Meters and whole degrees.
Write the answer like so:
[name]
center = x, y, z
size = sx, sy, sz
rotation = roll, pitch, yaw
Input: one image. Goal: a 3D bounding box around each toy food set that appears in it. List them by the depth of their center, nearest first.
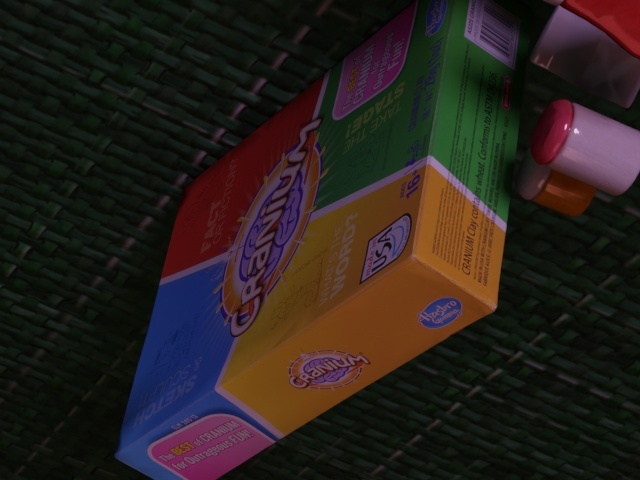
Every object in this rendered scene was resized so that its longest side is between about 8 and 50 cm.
[toy food set]
center = 0.152, -0.126, 1.112
size = 0.104, 0.111, 0.232
rotation = 22, 107, -14

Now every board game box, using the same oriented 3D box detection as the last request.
[board game box]
center = 0.000, 0.000, 1.275
size = 0.064, 0.242, 0.316
rotation = 31, 137, -23
